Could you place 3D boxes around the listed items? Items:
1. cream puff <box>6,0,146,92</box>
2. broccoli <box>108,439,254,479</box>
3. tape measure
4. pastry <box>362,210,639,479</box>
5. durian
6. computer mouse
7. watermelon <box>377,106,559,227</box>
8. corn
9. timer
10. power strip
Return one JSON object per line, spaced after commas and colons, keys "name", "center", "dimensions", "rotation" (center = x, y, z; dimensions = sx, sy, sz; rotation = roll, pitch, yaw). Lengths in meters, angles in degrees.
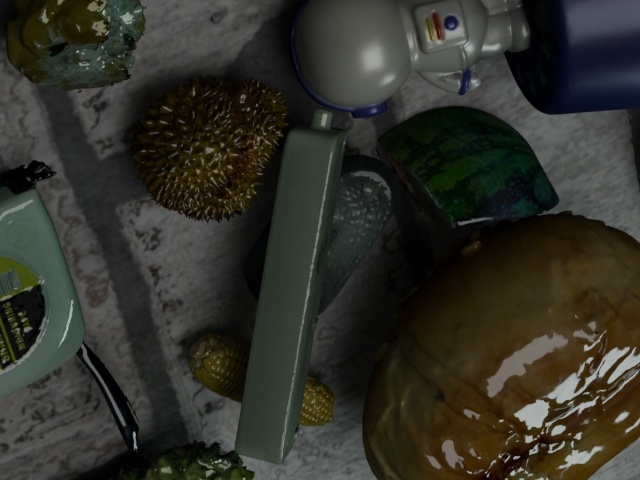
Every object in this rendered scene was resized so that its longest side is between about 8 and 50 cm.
{"name": "cream puff", "center": [-0.232, -0.220, 1.596], "dimensions": [0.121, 0.156, 0.156], "rotation": [5, 117, 14]}
{"name": "broccoli", "center": [-0.128, 0.387, 1.784], "dimensions": [0.275, 0.397, 0.353], "rotation": [33, 56, -55]}
{"name": "tape measure", "center": [-0.324, 0.110, 1.699], "dimensions": [0.215, 0.098, 0.351], "rotation": [-26, 120, -20]}
{"name": "pastry", "center": [0.223, 0.142, 1.922], "dimensions": [0.409, 0.245, 0.409], "rotation": [-21, 140, -19]}
{"name": "durian", "center": [-0.117, -0.096, 1.707], "dimensions": [0.158, 0.137, 0.168], "rotation": [12, 121, -36]}
{"name": "computer mouse", "center": [0.000, -0.004, 1.855], "dimensions": [0.113, 0.068, 0.229], "rotation": [34, 105, -18]}
{"name": "watermelon", "center": [0.194, -0.071, 1.885], "dimensions": [0.231, 0.146, 0.128], "rotation": [-7, 115, -25]}
{"name": "corn", "center": [-0.066, 0.159, 1.892], "dimensions": [0.206, 0.067, 0.067], "rotation": [27, 97, -35]}
{"name": "timer", "center": [0.154, -0.236, 1.753], "dimensions": [0.384, 0.270, 0.270], "rotation": [-13, 119, -7]}
{"name": "power strip", "center": [-0.030, 0.046, 1.776], "dimensions": [0.062, 0.091, 0.385], "rotation": [11, 103, 8]}
